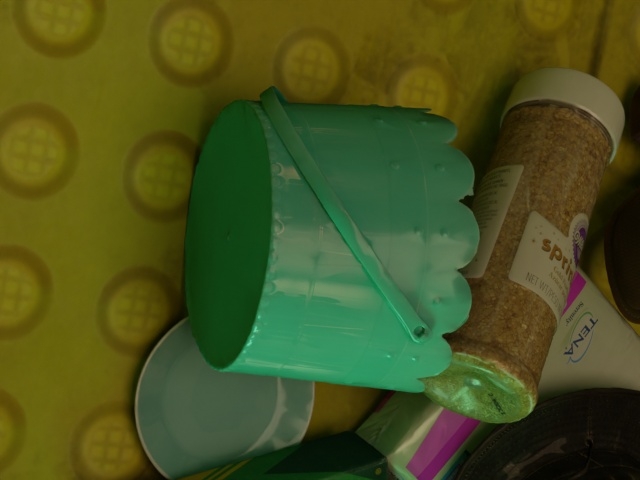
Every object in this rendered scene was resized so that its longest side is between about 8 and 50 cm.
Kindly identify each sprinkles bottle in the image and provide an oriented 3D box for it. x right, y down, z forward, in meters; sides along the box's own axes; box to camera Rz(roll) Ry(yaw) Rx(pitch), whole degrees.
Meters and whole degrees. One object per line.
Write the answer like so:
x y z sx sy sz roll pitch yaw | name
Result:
0.195 -0.002 1.416 0.121 0.121 0.355 40 55 -26 | sprinkles bottle

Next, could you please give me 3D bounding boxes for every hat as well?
0.285 0.302 1.453 0.331 0.134 0.331 -7 105 -26 | hat

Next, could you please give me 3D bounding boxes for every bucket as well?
0.000 0.000 1.308 0.183 0.281 0.281 4 95 -23 | bucket

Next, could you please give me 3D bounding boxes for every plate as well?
-0.093 0.151 1.412 0.188 0.024 0.188 -4 99 -26 | plate

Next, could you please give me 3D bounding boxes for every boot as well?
0.416 -0.018 1.590 0.220 0.109 0.284 24 60 -34 | boot

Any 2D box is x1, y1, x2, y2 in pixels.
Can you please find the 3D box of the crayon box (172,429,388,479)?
-0.085 0.321 1.392 0.318 0.081 0.202 -13 112 -25 | crayon box

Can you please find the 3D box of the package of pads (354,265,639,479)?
0.206 0.174 1.525 0.229 0.101 0.296 46 76 -24 | package of pads
